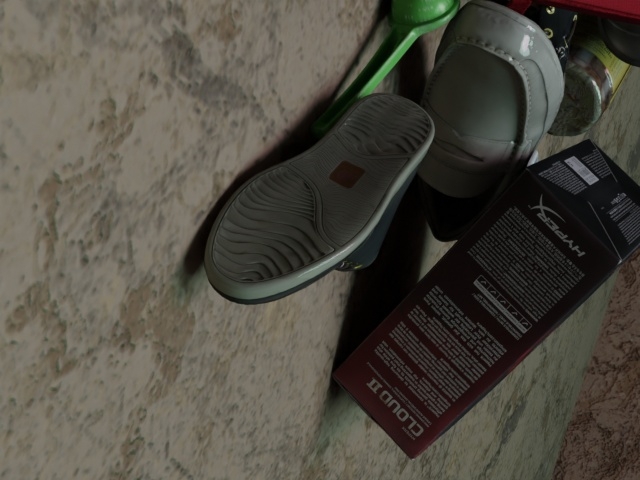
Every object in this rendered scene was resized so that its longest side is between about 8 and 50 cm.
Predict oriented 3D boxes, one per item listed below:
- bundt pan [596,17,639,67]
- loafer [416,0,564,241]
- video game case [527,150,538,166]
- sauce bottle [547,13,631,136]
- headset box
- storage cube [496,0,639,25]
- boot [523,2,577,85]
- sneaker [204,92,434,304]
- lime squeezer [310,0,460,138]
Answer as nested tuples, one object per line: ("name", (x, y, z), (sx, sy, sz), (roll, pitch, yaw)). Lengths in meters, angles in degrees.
("bundt pan", (0.335, -0.330, 1.195), (0.331, 0.124, 0.331), (-8, 90, -78))
("loafer", (0.135, -0.088, 0.988), (0.111, 0.112, 0.319), (-58, 163, -17))
("video game case", (0.239, 0.005, 1.471), (0.190, 0.022, 0.173), (-62, 157, -26))
("sauce bottle", (0.339, -0.253, 1.397), (0.344, 0.111, 0.111), (-51, 150, -45))
("headset box", (0.157, 0.057, 1.046), (0.293, 0.110, 0.218), (-49, 168, 25))
("storage cube", (0.231, -0.272, 0.915), (0.184, 0.193, 0.215), (-100, -159, -77))
("boot", (0.203, -0.241, 1.096), (0.236, 0.085, 0.179), (-65, 158, -46))
("sneaker", (0.000, 0.000, 0.783), (0.222, 0.083, 0.118), (-41, 157, -40))
("lime squeezer", (0.079, -0.207, 0.854), (0.310, 0.059, 0.110), (-71, 160, -2))
